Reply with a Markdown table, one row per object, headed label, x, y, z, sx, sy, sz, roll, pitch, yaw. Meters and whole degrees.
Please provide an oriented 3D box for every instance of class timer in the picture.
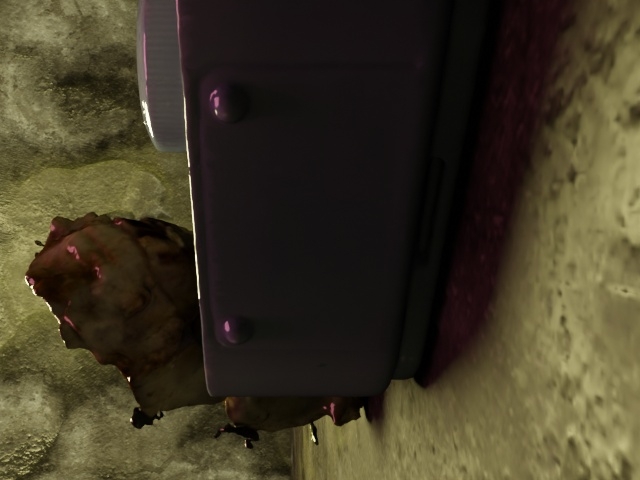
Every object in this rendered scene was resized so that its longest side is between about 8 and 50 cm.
| label | x | y | z | sx | sy | sz | roll | pitch | yaw |
| --- | --- | --- | --- | --- | --- | --- | --- | --- | --- |
| timer | -0.027 | -0.119 | 0.509 | 0.395 | 0.173 | 0.395 | 178 | 90 | -86 |

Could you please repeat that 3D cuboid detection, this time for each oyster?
| label | x | y | z | sx | sy | sz | roll | pitch | yaw |
| --- | --- | --- | --- | --- | --- | --- | --- | --- | --- |
| oyster | -0.091 | 0.086 | 0.668 | 0.133 | 0.337 | 0.198 | -37 | 33 | 25 |

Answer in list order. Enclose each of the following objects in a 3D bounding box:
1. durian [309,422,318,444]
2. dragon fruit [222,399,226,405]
| label | x | y | z | sx | sy | sz | roll | pitch | yaw |
| --- | --- | --- | --- | --- | --- | --- | --- | --- | --- |
| durian | -0.021 | 0.038 | 0.874 | 0.132 | 0.106 | 0.375 | 85 | -173 | -75 |
| dragon fruit | -0.073 | 0.152 | 1.004 | 0.182 | 0.188 | 0.182 | 171 | 90 | -80 |
